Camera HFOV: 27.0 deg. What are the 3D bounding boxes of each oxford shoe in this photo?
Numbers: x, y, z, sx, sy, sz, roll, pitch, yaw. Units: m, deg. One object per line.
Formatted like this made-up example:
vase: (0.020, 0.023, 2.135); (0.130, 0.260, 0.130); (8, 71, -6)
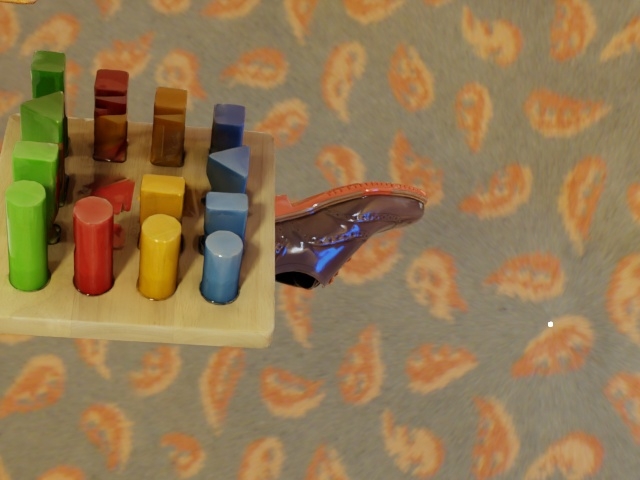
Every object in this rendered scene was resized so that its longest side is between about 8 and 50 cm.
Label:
oxford shoe: (0.000, 0.000, 1.358); (0.271, 0.097, 0.098); (-11, 85, -32)

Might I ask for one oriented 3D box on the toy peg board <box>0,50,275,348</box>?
toy peg board: (-0.103, -0.030, 0.737); (0.161, 0.079, 0.161); (4, 46, -6)

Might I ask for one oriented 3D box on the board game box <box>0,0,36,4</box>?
board game box: (-0.198, -0.329, 0.412); (0.356, 0.356, 0.356); (8, 132, 18)
